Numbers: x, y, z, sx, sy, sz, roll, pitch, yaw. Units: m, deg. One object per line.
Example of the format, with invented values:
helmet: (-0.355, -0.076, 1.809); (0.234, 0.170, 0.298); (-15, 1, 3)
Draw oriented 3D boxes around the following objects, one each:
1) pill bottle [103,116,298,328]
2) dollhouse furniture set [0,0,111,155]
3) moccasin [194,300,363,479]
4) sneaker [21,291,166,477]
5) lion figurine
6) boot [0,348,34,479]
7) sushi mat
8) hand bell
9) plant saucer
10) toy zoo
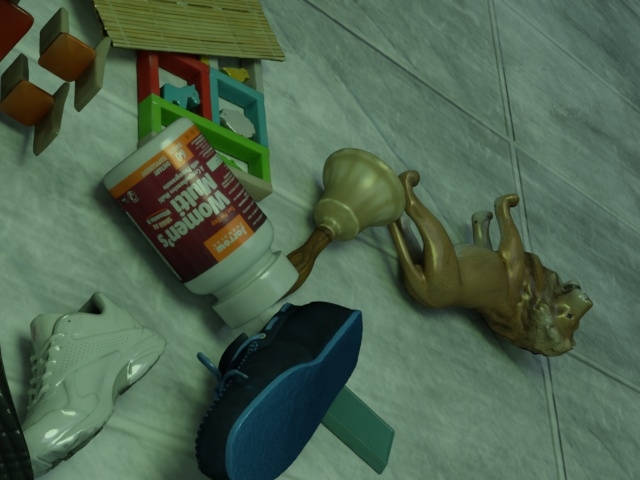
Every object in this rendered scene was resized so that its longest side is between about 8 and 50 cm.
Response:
pill bottle: (-0.129, -0.018, 1.246); (0.221, 0.121, 0.121); (52, 36, -9)
dollhouse furniture set: (-0.312, -0.218, 1.053); (0.262, 0.259, 0.135); (32, 34, -30)
moccasin: (-0.059, 0.161, 1.207); (0.342, 0.117, 0.137); (-33, 132, -65)
sneaker: (-0.242, 0.128, 1.051); (0.115, 0.090, 0.232); (46, 28, -7)
lion figurine: (0.215, 0.046, 1.629); (0.392, 0.142, 0.240); (6, 68, -32)
boot: (-0.304, 0.106, 0.927); (0.118, 0.338, 0.223); (-2, 18, -17)
sushi mat: (-0.175, -0.299, 1.424); (0.316, 0.019, 0.151); (-6, 71, -51)
hand bell: (0.000, 0.000, 1.430); (0.126, 0.126, 0.242); (50, 49, -13)
plant saucer: (0.022, 0.201, 1.361); (0.192, 0.018, 0.067); (43, 38, -20)
toy zoo: (-0.150, -0.207, 1.433); (0.192, 0.030, 0.293); (22, 49, -40)
